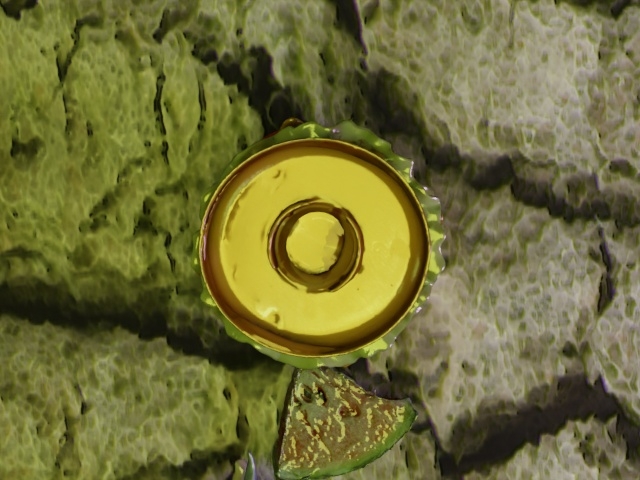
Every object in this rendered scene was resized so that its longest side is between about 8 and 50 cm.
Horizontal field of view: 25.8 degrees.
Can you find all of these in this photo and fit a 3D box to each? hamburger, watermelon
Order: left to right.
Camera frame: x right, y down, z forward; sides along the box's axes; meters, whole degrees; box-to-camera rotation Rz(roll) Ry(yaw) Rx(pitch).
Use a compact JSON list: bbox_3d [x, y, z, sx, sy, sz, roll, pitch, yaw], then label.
[{"bbox_3d":[0.000,0.000,1.532,0.274,0.212,0.275,0,95,3],"label":"hamburger"},{"bbox_3d":[0.018,0.198,1.631,0.187,0.071,0.139,-24,89,11],"label":"watermelon"}]

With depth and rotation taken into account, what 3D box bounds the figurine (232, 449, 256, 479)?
[{"bbox_3d":[-0.066,0.329,1.592,0.183,0.208,0.128,8,59,14],"label":"figurine"}]
